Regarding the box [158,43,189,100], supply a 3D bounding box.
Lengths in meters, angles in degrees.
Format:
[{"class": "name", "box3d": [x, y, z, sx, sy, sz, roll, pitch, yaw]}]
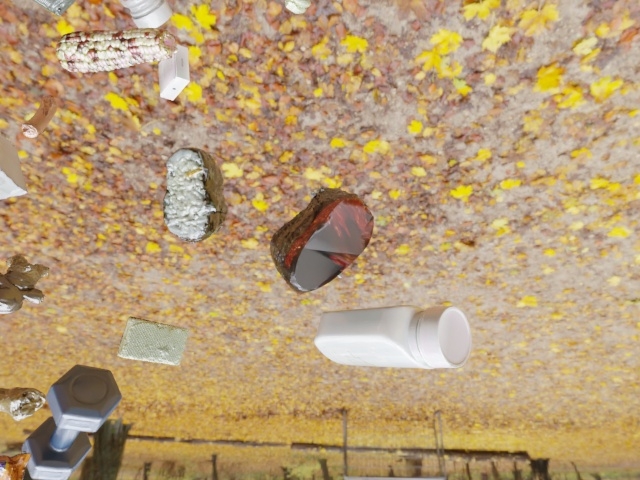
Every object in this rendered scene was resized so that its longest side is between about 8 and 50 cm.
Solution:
[{"class": "box", "box3d": [-0.497, -0.568, 1.558, 0.051, 0.130, 0.129, 5, 160, -42]}]

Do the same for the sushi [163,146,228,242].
[{"class": "sushi", "box3d": [-0.461, -0.168, 1.706, 0.210, 0.350, 0.171, -7, 177, 13]}]

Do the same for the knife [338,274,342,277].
[{"class": "knife", "box3d": [0.045, 0.035, 1.694, 0.034, 0.260, 0.063, -37, 124, 21]}]

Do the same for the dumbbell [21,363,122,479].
[{"class": "dumbbell", "box3d": [-0.615, 0.452, 1.135, 0.144, 0.160, 0.325, -4, 139, -53]}]

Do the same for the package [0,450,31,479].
[{"class": "package", "box3d": [-0.703, 0.514, 1.034, 0.033, 0.077, 0.111, -22, 144, 14]}]

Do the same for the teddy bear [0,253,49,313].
[{"class": "teddy bear", "box3d": [-0.650, 0.085, 0.999, 0.119, 0.160, 0.078, 29, 120, -25]}]

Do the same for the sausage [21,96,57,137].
[{"class": "sausage", "box3d": [-1.132, -0.505, 1.874, 0.078, 0.304, 0.078, -3, 133, -3]}]

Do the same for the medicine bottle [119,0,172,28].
[{"class": "medicine bottle", "box3d": [-0.465, -0.633, 1.168, 0.105, 0.105, 0.168, -10, 140, 20]}]

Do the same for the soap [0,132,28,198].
[{"class": "soap", "box3d": [-0.907, -0.168, 1.118, 0.302, 0.159, 0.258, -20, 179, -20]}]

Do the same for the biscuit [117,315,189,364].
[{"class": "biscuit", "box3d": [-0.509, 0.312, 1.418, 0.040, 0.121, 0.199, 6, 167, 46]}]

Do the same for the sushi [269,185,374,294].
[{"class": "sushi", "box3d": [0.000, 0.000, 0.934, 0.136, 0.225, 0.126, 44, 172, -26]}]

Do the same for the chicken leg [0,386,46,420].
[{"class": "chicken leg", "box3d": [-0.472, 0.216, 0.628, 0.197, 0.069, 0.085, -2, -166, 4]}]

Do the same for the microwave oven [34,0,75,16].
[{"class": "microwave oven", "box3d": [-0.677, -0.660, 1.101, 0.163, 0.129, 0.205, -40, 174, 10]}]

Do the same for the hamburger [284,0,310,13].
[{"class": "hamburger", "box3d": [-0.071, -0.771, 1.459, 0.084, 0.121, 0.054, 7, 145, -36]}]

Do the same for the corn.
[{"class": "corn", "box3d": [-0.472, -0.441, 1.058, 0.280, 0.092, 0.092, -2, 151, 10]}]

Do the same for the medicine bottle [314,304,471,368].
[{"class": "medicine bottle", "box3d": [0.134, 0.188, 0.897, 0.161, 0.111, 0.296, 33, 152, -31]}]
